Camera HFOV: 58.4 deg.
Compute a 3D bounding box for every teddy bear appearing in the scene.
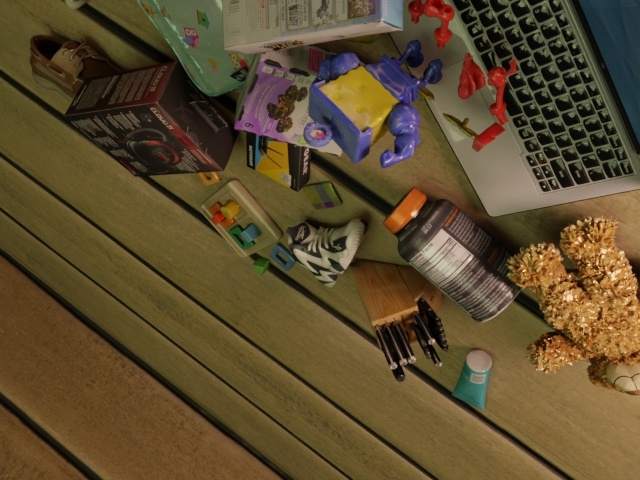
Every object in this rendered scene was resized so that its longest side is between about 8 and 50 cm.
[{"bbox_3d":[0.432,0.118,0.882,0.245,0.113,0.338,-18,109,7],"label":"teddy bear"}]

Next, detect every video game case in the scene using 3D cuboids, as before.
[{"bbox_3d":[-0.017,-0.383,0.706,0.244,0.061,0.269,5,99,35],"label":"video game case"}]

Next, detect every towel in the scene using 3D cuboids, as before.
[{"bbox_3d":[0.003,-0.093,1.188,0.083,0.009,0.060,-7,121,45],"label":"towel"}]

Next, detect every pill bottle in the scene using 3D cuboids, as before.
[{"bbox_3d":[0.226,0.017,0.995,0.246,0.130,0.130,41,144,1],"label":"pill bottle"}]

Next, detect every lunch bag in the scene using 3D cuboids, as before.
[{"bbox_3d":[-0.192,-0.387,0.982,0.224,0.108,0.279,-7,122,46],"label":"lunch bag"}]

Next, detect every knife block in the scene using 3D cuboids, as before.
[{"bbox_3d":[0.128,0.157,1.133,0.276,0.242,0.088,8,131,38],"label":"knife block"}]

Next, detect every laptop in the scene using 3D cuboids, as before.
[{"bbox_3d":[0.262,-0.154,0.697,0.408,0.236,0.382,-12,118,48],"label":"laptop"}]

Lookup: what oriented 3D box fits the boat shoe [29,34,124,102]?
[{"bbox_3d":[-0.554,-0.392,1.303,0.324,0.123,0.116,20,136,23],"label":"boat shoe"}]

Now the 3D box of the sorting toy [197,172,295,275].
[{"bbox_3d":[-0.207,-0.042,1.401,0.347,0.047,0.196,50,143,-10],"label":"sorting toy"}]

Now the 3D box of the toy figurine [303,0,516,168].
[{"bbox_3d":[0.047,-0.221,0.761,0.362,0.217,0.191,49,169,17],"label":"toy figurine"}]

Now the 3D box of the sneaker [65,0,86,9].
[{"bbox_3d":[-0.508,-0.520,1.161,0.057,0.075,0.161,51,143,-13],"label":"sneaker"}]

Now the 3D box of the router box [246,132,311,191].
[{"bbox_3d":[-0.082,-0.197,1.128,0.133,0.046,0.179,27,141,18],"label":"router box"}]

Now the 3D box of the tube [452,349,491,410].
[{"bbox_3d":[0.339,0.318,1.274,0.080,0.052,0.207,28,147,26],"label":"tube"}]

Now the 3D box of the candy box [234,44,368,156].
[{"bbox_3d":[-0.025,-0.233,0.941,0.196,0.070,0.165,12,147,-17],"label":"candy box"}]

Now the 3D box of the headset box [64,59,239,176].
[{"bbox_3d":[-0.329,-0.238,1.173,0.293,0.110,0.218,1,151,31],"label":"headset box"}]

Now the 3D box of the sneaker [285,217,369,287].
[{"bbox_3d":[0.000,0.000,1.213,0.153,0.094,0.235,30,153,1],"label":"sneaker"}]

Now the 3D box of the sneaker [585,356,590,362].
[{"bbox_3d":[0.449,0.159,1.002,0.070,0.051,0.134,6,130,42],"label":"sneaker"}]
